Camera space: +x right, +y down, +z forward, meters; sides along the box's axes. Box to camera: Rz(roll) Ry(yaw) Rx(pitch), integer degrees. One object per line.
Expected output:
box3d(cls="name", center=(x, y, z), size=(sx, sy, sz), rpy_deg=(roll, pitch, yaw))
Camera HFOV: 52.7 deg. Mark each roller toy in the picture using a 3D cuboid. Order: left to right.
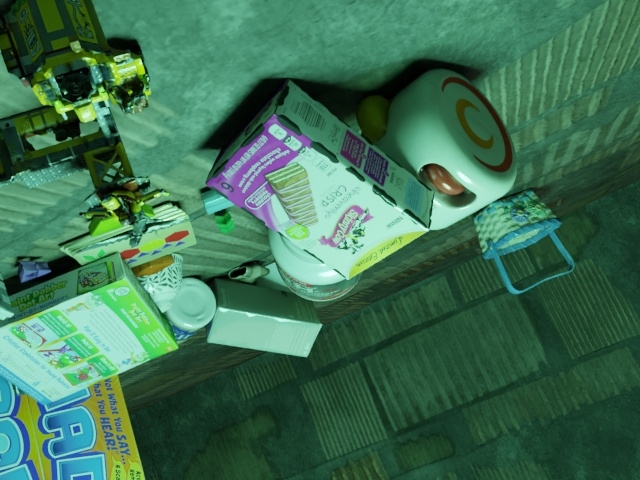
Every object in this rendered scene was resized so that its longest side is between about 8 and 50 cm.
box3d(cls="roller toy", center=(0.154, -0.118, 0.876), size=(0.209, 0.191, 0.146), rpy_deg=(-10, 162, -48))

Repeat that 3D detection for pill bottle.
box3d(cls="pill bottle", center=(-0.310, 0.162, 1.391), size=(0.112, 0.112, 0.186), rpy_deg=(-14, 164, -38))
box3d(cls="pill bottle", center=(0.000, 0.000, 1.128), size=(0.176, 0.176, 0.318), rpy_deg=(-22, 167, -5))

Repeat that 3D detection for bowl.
box3d(cls="bowl", center=(-0.317, 0.094, 1.171), size=(0.170, 0.080, 0.170), rpy_deg=(-23, 167, -6))

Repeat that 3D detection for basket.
box3d(cls="basket", center=(0.623, 0.004, 2.001), size=(0.255, 0.289, 0.201), rpy_deg=(-19, 167, -25))

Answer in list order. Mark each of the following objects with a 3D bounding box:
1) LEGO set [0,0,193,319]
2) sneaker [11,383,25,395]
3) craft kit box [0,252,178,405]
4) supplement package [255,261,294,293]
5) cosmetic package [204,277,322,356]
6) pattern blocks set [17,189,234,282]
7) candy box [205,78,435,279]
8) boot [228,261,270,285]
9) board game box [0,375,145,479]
box3d(cls="LEGO set", center=(-0.265, -0.027, 0.500), size=(0.331, 0.192, 0.255), rpy_deg=(-19, 167, -20))
box3d(cls="sneaker", center=(-0.470, 0.182, 1.144), size=(0.111, 0.121, 0.300), rpy_deg=(0, 154, -48))
box3d(cls="craft kit box", center=(-0.380, 0.147, 1.014), size=(0.246, 0.061, 0.250), rpy_deg=(-20, 146, -5))
box3d(cls="supplement package", center=(-0.108, 0.125, 1.615), size=(0.105, 0.105, 0.179), rpy_deg=(-23, 168, 2))
box3d(cls="cosmetic package", center=(-0.134, 0.173, 1.447), size=(0.238, 0.127, 0.107), rpy_deg=(14, 114, -22))
box3d(cls="pattern blocks set", center=(-0.282, 0.004, 0.971), size=(0.325, 0.026, 0.285), rpy_deg=(-18, 164, -19))
box3d(cls="candy box", center=(0.000, -0.063, 0.790), size=(0.233, 0.071, 0.159), rpy_deg=(33, 137, -20))
box3d(cls="boot", center=(-0.176, 0.081, 1.478), size=(0.118, 0.042, 0.087), rpy_deg=(-30, 159, 32))
box3d(cls="board game box", center=(-0.611, 0.445, 1.316), size=(0.356, 0.356, 0.356), rpy_deg=(-6, 154, -37))
